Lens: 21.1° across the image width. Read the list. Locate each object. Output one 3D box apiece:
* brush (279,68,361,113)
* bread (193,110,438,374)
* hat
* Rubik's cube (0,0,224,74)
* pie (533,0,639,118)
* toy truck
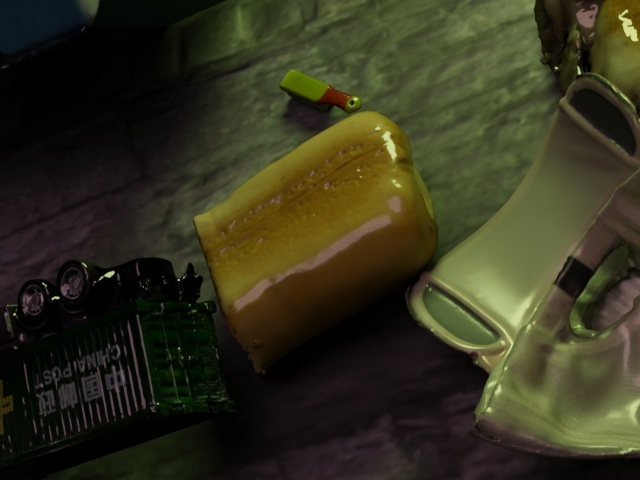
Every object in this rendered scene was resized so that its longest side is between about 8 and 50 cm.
[{"bbox_3d":[0.004,-0.106,1.271,0.083,0.021,0.019,25,72,44],"label":"brush"},{"bbox_3d":[0.001,0.001,1.159,0.173,0.085,0.134,-30,45,11],"label":"bread"},{"bbox_3d":[0.171,0.026,1.057,0.219,0.164,0.226,-52,9,7],"label":"hat"},{"bbox_3d":[-0.271,-0.283,1.338,0.387,0.358,0.368,-16,49,34],"label":"Rubik's cube"},{"bbox_3d":[0.285,-0.188,1.133,0.339,0.077,0.339,-18,45,20],"label":"pie"},{"bbox_3d":[-0.188,0.093,1.166,0.259,0.088,0.121,-21,75,34],"label":"toy truck"}]
